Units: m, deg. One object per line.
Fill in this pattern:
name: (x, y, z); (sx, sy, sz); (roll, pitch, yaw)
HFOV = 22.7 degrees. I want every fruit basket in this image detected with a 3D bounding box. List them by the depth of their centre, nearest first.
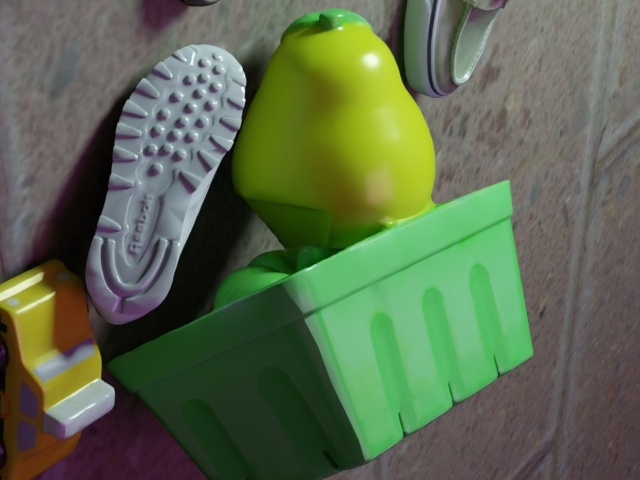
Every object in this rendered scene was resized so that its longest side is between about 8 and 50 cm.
fruit basket: (0.000, 0.000, 1.406); (0.392, 0.283, 0.392); (25, 53, -38)

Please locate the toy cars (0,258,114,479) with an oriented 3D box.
toy cars: (-0.260, 0.208, 1.229); (0.393, 0.087, 0.176); (-61, 151, -6)

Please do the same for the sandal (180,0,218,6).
sandal: (-0.073, -0.272, 1.194); (0.090, 0.060, 0.219); (-30, 137, -47)

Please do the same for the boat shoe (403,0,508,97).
boat shoe: (0.160, -0.276, 1.547); (0.109, 0.094, 0.302); (-17, 126, -54)

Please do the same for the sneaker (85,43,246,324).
sneaker: (-0.129, -0.046, 1.271); (0.095, 0.090, 0.235); (120, -7, -78)
